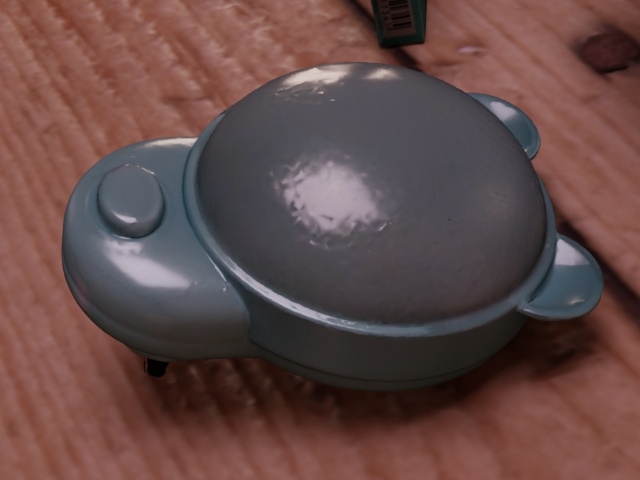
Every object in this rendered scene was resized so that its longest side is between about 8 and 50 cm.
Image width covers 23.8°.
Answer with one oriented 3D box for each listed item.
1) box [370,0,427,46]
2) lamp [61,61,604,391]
[{"bbox_3d":[0.043,-0.275,1.061,0.041,0.229,0.162,-5,42,10],"label":"box"},{"bbox_3d":[0.000,-0.009,0.848,0.284,0.147,0.209,-15,44,1],"label":"lamp"}]
